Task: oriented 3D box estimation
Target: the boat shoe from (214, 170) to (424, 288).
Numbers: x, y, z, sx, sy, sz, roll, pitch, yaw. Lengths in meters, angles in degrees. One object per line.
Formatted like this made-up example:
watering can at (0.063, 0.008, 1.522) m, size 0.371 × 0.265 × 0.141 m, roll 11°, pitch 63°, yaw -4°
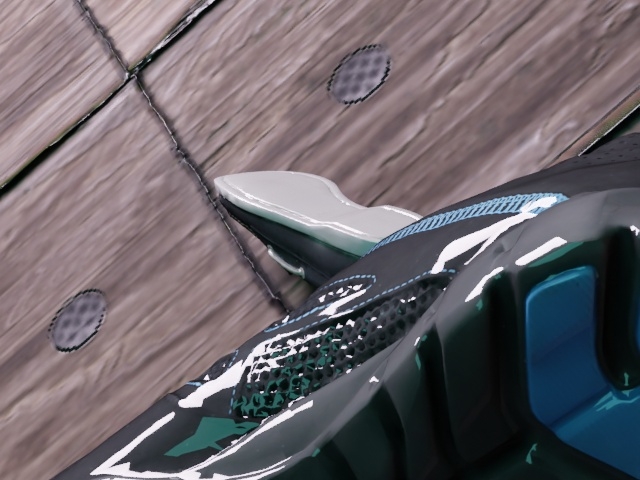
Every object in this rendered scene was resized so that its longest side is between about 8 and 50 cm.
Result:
boat shoe at (0.000, 0.000, 0.732) m, size 0.046 × 0.038 × 0.125 m, roll -17°, pitch 24°, yaw -37°

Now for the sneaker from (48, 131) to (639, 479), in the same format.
sneaker at (0.006, 0.083, 0.625) m, size 0.341 × 0.125 × 0.140 m, roll -30°, pitch 15°, yaw 22°
